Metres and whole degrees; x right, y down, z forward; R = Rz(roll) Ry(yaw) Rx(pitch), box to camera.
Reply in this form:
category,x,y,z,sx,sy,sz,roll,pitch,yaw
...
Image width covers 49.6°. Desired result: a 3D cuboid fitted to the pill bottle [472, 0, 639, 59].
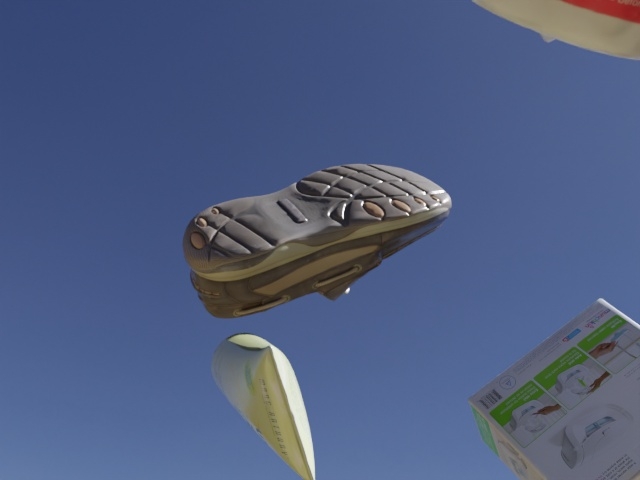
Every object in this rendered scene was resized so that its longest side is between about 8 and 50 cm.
category,x,y,z,sx,sy,sz,roll,pitch,yaw
pill bottle,0.205,-0.284,0.394,0.176,0.176,0.318,12,-54,-7

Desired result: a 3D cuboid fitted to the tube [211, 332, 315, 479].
category,x,y,z,sx,sy,sz,roll,pitch,yaw
tube,-0.046,0.111,0.535,0.070,0.062,0.240,32,-9,-12

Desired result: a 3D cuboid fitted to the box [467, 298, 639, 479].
category,x,y,z,sx,sy,sz,roll,pitch,yaw
box,0.385,0.246,0.963,0.262,0.231,0.127,-35,-49,-11

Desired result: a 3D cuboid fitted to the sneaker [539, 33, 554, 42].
category,x,y,z,sx,sy,sz,roll,pitch,yaw
sneaker,0.258,-0.307,0.784,0.065,0.158,0.061,-12,7,20

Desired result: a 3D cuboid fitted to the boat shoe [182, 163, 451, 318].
category,x,y,z,sx,sy,sz,roll,pitch,yaw
boat shoe,0.000,0.000,0.865,0.355,0.132,0.130,-14,-47,-23
